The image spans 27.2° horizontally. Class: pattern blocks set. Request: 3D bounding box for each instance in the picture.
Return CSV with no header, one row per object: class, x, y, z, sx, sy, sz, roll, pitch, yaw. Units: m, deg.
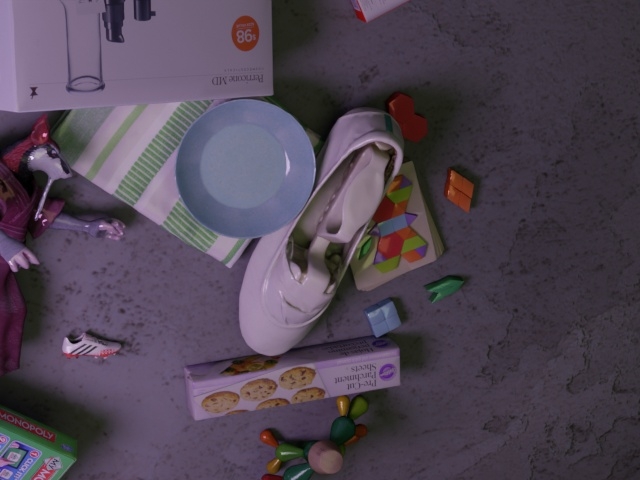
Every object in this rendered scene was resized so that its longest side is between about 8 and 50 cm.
pattern blocks set,0.099,-0.025,1.962,0.285,0.026,0.325,-35,115,-5

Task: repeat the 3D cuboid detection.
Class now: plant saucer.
plant saucer,-0.104,-0.100,1.813,0.195,0.037,0.195,-2,104,-9

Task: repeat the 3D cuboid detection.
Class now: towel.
towel,-0.180,-0.136,1.824,0.325,0.038,0.248,35,95,-25

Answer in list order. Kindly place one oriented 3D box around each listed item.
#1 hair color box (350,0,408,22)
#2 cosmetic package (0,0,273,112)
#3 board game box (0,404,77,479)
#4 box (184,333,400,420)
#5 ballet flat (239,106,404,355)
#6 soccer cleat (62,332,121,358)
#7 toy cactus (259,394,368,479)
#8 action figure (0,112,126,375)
hair color box,0.106,-0.368,1.841,0.141,0.043,0.072,-28,114,-7
cosmetic package,-0.232,-0.311,1.630,0.377,0.097,0.284,-10,106,-38
board game box,-0.509,0.346,1.814,0.213,0.046,0.317,30,115,-25
box,-0.041,0.202,1.969,0.324,0.063,0.067,-7,110,-16
ballet flat,0.000,0.000,1.857,0.139,0.139,0.400,23,102,-24
soccer cleat,-0.324,0.148,1.874,0.083,0.029,0.035,-2,112,-13
toy cactus,-0.004,0.307,1.962,0.219,0.180,0.112,-34,95,-11
action figure,-0.442,-0.001,1.736,0.276,0.248,0.370,21,89,17
